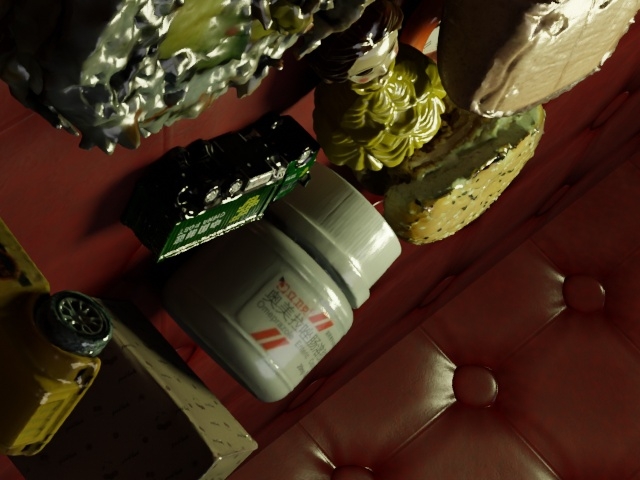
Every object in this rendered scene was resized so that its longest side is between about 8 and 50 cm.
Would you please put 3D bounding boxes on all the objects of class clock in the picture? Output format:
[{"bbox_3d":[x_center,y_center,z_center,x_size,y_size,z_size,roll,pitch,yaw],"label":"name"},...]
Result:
[{"bbox_3d":[0.192,-0.326,1.636,0.205,0.051,0.205,-36,162,-14],"label":"clock"}]

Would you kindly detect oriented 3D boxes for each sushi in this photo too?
[{"bbox_3d":[-0.096,-0.236,0.947,0.417,0.176,0.417,-39,164,-13],"label":"sushi"}]

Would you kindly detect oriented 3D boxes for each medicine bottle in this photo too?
[{"bbox_3d":[-0.054,0.056,1.695,0.306,0.245,0.245,-47,165,-11],"label":"medicine bottle"}]

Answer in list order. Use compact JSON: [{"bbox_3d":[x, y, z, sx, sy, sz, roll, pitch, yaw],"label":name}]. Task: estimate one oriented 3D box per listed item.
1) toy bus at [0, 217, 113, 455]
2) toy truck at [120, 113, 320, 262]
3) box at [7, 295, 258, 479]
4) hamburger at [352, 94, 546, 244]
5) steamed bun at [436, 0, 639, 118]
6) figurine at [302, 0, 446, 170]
[{"bbox_3d":[-0.291,0.000,0.811,0.121,0.335,0.123,-50,158,26],"label":"toy bus"},{"bbox_3d":[-0.120,-0.076,1.485,0.259,0.088,0.121,-26,156,-42],"label":"toy truck"},{"bbox_3d":[-0.280,0.254,1.587,0.225,0.297,0.190,-45,167,6],"label":"box"},{"bbox_3d":[0.214,-0.138,1.933,0.318,0.195,0.277,-38,162,-8],"label":"hamburger"},{"bbox_3d":[0.270,-0.313,1.481,0.301,0.199,0.251,-24,155,-30],"label":"steamed bun"},{"bbox_3d":[0.057,-0.208,1.401,0.187,0.168,0.315,-16,167,5],"label":"figurine"}]
